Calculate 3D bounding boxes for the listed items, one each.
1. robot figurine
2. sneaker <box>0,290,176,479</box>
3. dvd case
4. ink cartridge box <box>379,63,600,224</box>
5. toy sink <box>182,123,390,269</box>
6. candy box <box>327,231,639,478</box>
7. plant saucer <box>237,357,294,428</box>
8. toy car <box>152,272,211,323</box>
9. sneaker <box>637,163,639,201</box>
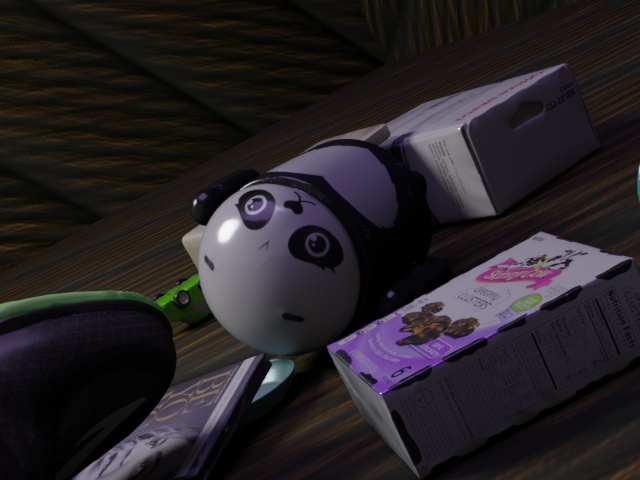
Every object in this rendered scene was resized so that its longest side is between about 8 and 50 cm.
[{"bbox_3d":[0.002,-0.001,1.212,0.209,0.174,0.278,-15,11,36],"label":"robot figurine"},{"bbox_3d":[-0.264,0.214,0.861,0.202,0.185,0.483,28,52,30],"label":"sneaker"},{"bbox_3d":[-0.158,0.178,1.074,0.221,0.018,0.164,-22,20,29],"label":"dvd case"},{"bbox_3d":[0.166,-0.105,1.510,0.197,0.114,0.273,-31,12,-32],"label":"ink cartridge box"},{"bbox_3d":[-0.011,-0.014,1.438,0.234,0.131,0.153,-38,16,-31],"label":"toy sink"},{"bbox_3d":[0.120,0.074,0.897,0.196,0.070,0.165,-27,11,-8],"label":"candy box"},{"bbox_3d":[-0.073,0.144,1.123,0.119,0.021,0.119,-24,11,5],"label":"plant saucer"},{"bbox_3d":[-0.124,0.051,1.583,0.225,0.053,0.239,-34,14,-37],"label":"toy car"},{"bbox_3d":[0.286,-0.026,0.853,0.295,0.124,0.178,-25,13,-41],"label":"sneaker"}]
